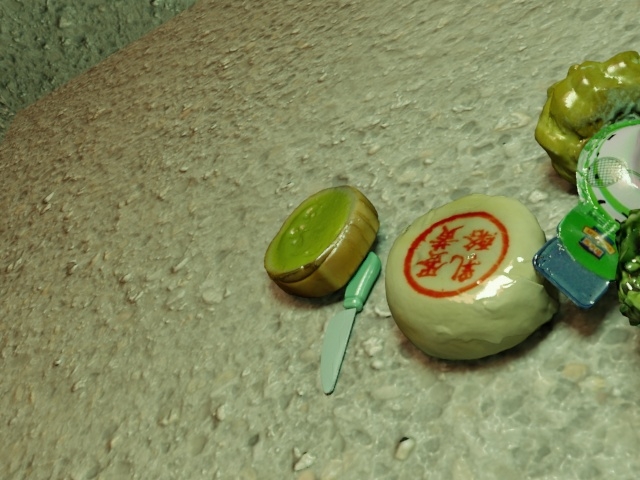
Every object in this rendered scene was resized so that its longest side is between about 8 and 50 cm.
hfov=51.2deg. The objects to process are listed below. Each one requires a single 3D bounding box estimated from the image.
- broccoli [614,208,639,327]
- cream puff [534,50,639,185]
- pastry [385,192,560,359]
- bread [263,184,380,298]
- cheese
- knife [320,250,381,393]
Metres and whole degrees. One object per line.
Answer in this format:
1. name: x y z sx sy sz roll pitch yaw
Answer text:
1. broccoli: 0.475 0.003 0.684 0.338 0.317 0.277 -51 40 24
2. cream puff: 0.425 -0.199 1.008 0.221 0.195 0.195 -25 39 9
3. pastry: 0.212 0.047 0.958 0.264 0.133 0.265 -22 36 17
4. bread: 0.000 0.000 1.194 0.236 0.070 0.236 -33 29 21
5. cheese: 0.410 -0.043 0.874 0.320 0.083 0.204 -41 75 -17
6. knife: 0.038 0.128 1.097 0.063 0.034 0.260 -4 52 41
